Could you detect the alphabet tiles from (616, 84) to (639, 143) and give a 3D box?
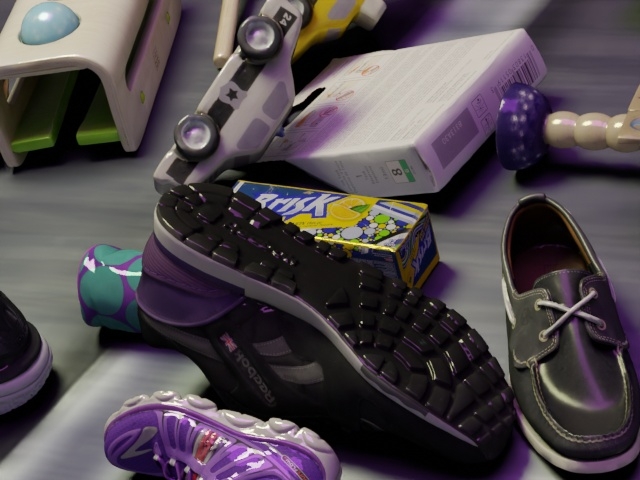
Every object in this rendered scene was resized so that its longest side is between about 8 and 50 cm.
[{"bbox_3d":[0.341,-0.131,1.208,0.198,0.009,0.237,3,35,24],"label":"alphabet tiles"}]

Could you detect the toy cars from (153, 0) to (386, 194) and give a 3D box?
[{"bbox_3d":[-0.019,-0.164,1.415,0.087,0.176,0.394,32,43,-1],"label":"toy cars"}]

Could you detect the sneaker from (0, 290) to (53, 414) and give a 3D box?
[{"bbox_3d":[-0.338,0.054,1.209,0.268,0.153,0.101,-4,36,15],"label":"sneaker"}]

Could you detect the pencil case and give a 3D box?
[{"bbox_3d":[-0.105,0.036,1.225,0.151,0.064,0.070,3,55,23],"label":"pencil case"}]

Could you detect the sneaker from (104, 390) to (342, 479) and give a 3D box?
[{"bbox_3d":[-0.072,0.146,1.064,0.170,0.068,0.071,7,46,27],"label":"sneaker"}]

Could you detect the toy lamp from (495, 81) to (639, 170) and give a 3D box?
[{"bbox_3d":[0.272,-0.080,1.235,0.274,0.080,0.080,7,41,27],"label":"toy lamp"}]

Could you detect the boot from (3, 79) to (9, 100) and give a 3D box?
[{"bbox_3d":[-0.396,-0.150,1.561,0.203,0.095,0.262,-15,37,0],"label":"boot"}]

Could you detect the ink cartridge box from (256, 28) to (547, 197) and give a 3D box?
[{"bbox_3d":[0.053,-0.101,1.387,0.224,0.056,0.181,-6,32,46],"label":"ink cartridge box"}]

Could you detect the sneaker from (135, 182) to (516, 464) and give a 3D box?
[{"bbox_3d":[-0.001,0.080,1.113,0.283,0.124,0.107,33,34,19],"label":"sneaker"}]

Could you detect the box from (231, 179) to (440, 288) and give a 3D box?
[{"bbox_3d":[0.000,0.000,1.245,0.169,0.054,0.059,9,42,29],"label":"box"}]

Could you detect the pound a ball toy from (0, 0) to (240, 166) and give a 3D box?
[{"bbox_3d":[-0.181,-0.218,1.542,0.208,0.136,0.319,-7,37,12],"label":"pound a ball toy"}]

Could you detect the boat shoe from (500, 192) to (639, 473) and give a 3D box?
[{"bbox_3d":[0.158,0.059,1.087,0.084,0.079,0.233,-10,37,5],"label":"boat shoe"}]
